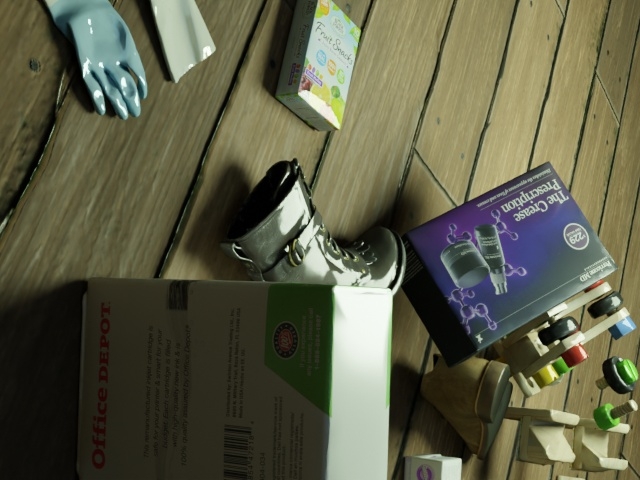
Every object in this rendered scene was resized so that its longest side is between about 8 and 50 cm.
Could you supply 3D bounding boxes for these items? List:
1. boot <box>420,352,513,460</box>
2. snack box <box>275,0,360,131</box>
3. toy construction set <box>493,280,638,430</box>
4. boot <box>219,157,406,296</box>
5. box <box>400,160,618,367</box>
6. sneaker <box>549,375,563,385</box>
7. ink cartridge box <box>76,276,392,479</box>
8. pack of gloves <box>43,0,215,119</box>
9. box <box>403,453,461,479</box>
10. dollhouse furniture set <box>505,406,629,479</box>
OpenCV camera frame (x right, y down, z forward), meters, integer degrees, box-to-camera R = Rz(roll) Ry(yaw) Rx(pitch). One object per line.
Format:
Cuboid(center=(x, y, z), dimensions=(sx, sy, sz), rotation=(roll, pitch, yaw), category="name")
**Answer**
Cuboid(center=(0.220, 0.241, 1.563), dimensions=(0.305, 0.115, 0.112), rotation=(70, 40, -60), category="boot")
Cuboid(center=(-0.001, -0.218, 1.272), dimensions=(0.100, 0.037, 0.141), rotation=(35, 62, -52), category="snack box")
Cuboid(center=(0.316, 0.138, 1.630), dimensions=(0.309, 0.237, 0.257), rotation=(48, 35, -10), category="toy construction set")
Cuboid(center=(0.000, 0.000, 1.230), dimensions=(0.263, 0.091, 0.229), rotation=(-52, 132, -39), category="boot")
Cuboid(center=(0.247, 0.030, 1.434), dimensions=(0.261, 0.103, 0.184), rotation=(-26, 81, -25), category="box")
Cuboid(center=(0.379, 0.151, 1.812), dimensions=(0.095, 0.090, 0.235), rotation=(-62, 141, -51), category="sneaker")
Cuboid(center=(-0.081, 0.135, 0.948), dimensions=(0.114, 0.272, 0.198), rotation=(5, 86, -59), category="ink cartridge box")
Cuboid(center=(-0.181, -0.244, 0.997), dimensions=(0.195, 0.046, 0.232), rotation=(-54, 132, -43), category="pack of gloves")
Cuboid(center=(0.152, 0.471, 1.487), dimensions=(0.067, 0.063, 0.324), rotation=(10, 82, -57), category="box")
Cuboid(center=(0.411, 0.490, 1.803), dimensions=(0.394, 0.256, 0.362), rotation=(15, 76, -34), category="dollhouse furniture set")
